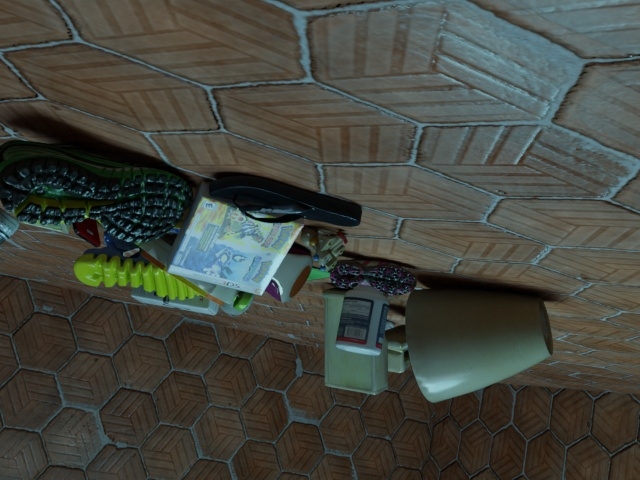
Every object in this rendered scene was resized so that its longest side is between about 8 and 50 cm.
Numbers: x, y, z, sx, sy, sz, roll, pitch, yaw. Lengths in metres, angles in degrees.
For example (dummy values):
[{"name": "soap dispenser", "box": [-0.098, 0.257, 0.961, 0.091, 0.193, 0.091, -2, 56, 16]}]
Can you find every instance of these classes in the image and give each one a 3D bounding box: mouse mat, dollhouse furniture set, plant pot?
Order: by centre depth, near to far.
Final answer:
[{"name": "plant pot", "box": [0.358, 0.208, 1.797, 0.274, 0.256, 0.256, -13, 159, 23]}, {"name": "mouse mat", "box": [-0.058, 0.074, 2.028, 0.153, 0.007, 0.190, 16, 166, -22]}, {"name": "dollhouse furniture set", "box": [0.181, 0.244, 2.260, 0.362, 0.256, 0.394, 4, -173, 34]}]

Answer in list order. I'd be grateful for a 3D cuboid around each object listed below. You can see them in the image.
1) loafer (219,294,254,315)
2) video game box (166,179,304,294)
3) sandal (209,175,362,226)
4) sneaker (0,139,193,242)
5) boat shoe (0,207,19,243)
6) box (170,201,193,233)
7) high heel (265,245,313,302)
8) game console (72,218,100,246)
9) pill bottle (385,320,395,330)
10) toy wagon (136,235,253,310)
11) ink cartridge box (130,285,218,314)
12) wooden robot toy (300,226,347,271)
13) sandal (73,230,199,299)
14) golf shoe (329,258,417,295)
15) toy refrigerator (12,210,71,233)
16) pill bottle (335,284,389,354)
[{"name": "loafer", "box": [-0.231, 0.152, 2.282, 0.112, 0.111, 0.319, 11, 168, -1]}, {"name": "video game box", "box": [-0.153, 0.002, 1.445, 0.187, 0.048, 0.205, 13, 133, -21]}, {"name": "sandal", "box": [-0.057, -0.053, 1.326, 0.254, 0.054, 0.097, 13, 168, -8]}, {"name": "sneaker", "box": [-0.355, -0.097, 1.316, 0.343, 0.134, 0.146, 14, -154, -44]}, {"name": "boat shoe", "box": [-0.731, -0.048, 1.659, 0.335, 0.119, 0.121, 18, 153, 50]}, {"name": "box", "box": [-0.224, -0.037, 1.540, 0.169, 0.059, 0.054, 10, 169, 5]}, {"name": "high heel", "box": [-0.133, 0.029, 1.738, 0.181, 0.127, 0.377, 32, 175, 17]}, {"name": "game console", "box": [-0.537, -0.047, 1.734, 0.085, 0.124, 0.144, -16, 167, 1]}, {"name": "pill bottle", "box": [0.141, 0.308, 2.667, 0.187, 0.112, 0.112, 3, 165, 34]}, {"name": "toy wagon", "box": [-0.282, 0.047, 1.747, 0.267, 0.068, 0.344, 35, 176, -14]}, {"name": "ink cartridge box", "box": [-0.347, 0.092, 2.034, 0.203, 0.148, 0.086, 8, 166, 9]}, {"name": "wooden robot toy", "box": [0.000, 0.000, 1.556, 0.079, 0.076, 0.173, 45, 176, 15]}, {"name": "sandal", "box": [-0.408, 0.047, 1.933, 0.317, 0.138, 0.126, 13, 140, -8]}, {"name": "golf shoe", "box": [0.113, 0.068, 1.743, 0.186, 0.067, 0.086, 9, -163, -1]}, {"name": "toy refrigerator", "box": [-0.516, -0.082, 1.519, 0.102, 0.094, 0.269, 14, 167, -11]}, {"name": "pill bottle", "box": [0.102, 0.168, 1.897, 0.108, 0.180, 0.108, 11, 168, 2]}]
